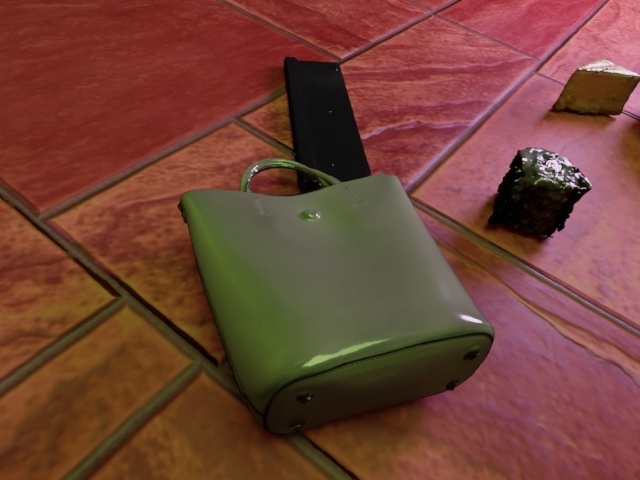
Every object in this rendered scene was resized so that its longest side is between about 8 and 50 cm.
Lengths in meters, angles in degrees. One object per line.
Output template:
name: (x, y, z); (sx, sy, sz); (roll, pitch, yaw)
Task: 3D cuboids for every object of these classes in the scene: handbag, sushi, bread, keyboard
handbag: (0.000, 0.000, 0.443); (0.241, 0.109, 0.315); (-7, 51, -20)
sushi: (0.257, -0.061, 0.574); (0.098, 0.084, 0.094); (12, 44, -4)
bread: (0.456, -0.247, 0.784); (0.109, 0.084, 0.080); (-25, 55, -30)
keyboard: (0.000, -0.175, 0.670); (0.100, 0.018, 0.310); (1, 48, -12)
